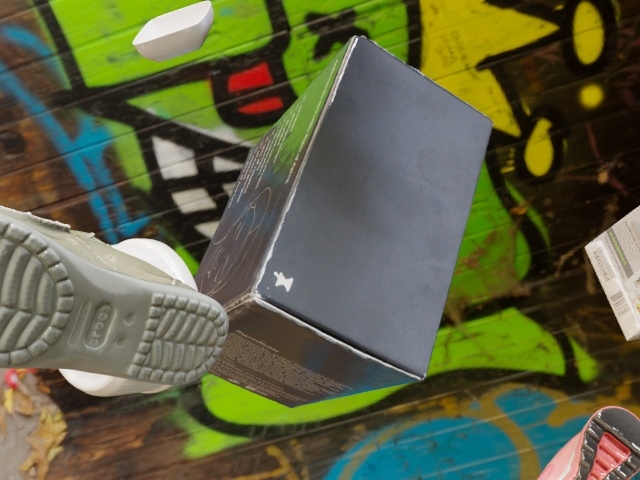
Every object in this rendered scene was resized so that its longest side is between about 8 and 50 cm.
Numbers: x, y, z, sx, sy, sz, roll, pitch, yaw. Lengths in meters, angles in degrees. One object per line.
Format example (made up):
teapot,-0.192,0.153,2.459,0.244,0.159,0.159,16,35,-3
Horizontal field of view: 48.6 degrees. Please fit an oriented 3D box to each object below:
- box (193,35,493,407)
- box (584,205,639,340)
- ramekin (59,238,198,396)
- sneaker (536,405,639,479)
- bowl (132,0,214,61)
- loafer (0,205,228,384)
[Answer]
box,0.000,0.000,1.233,0.471,0.297,0.480,-36,-150,60
box,0.436,0.025,0.902,0.186,0.038,0.145,124,-44,-53
ramekin,-0.263,0.102,0.918,0.109,0.207,0.207,-3,75,-54
sneaker,0.370,0.391,1.058,0.116,0.314,0.136,43,-22,21
bowl,-0.260,-0.379,1.300,0.142,0.142,0.053,-85,156,-53
loafer,-0.183,0.035,0.473,0.251,0.094,0.087,27,0,-36
